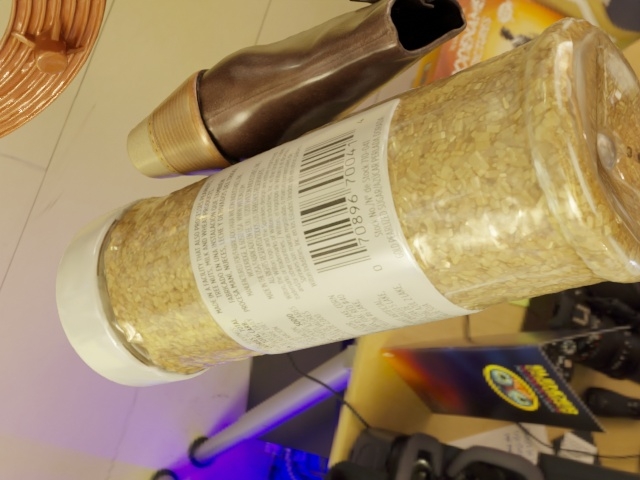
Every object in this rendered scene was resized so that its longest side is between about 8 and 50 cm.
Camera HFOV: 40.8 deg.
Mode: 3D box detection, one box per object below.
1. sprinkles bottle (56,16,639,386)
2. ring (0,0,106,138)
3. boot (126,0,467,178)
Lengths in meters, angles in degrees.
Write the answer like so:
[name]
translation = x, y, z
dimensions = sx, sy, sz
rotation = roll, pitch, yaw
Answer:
[sprinkles bottle]
translation = 0.000, 0.000, 0.478
dimensions = 0.121, 0.355, 0.121
rotation = 21, 61, -45
[ring]
translation = -0.293, -0.140, 0.501
dimensions = 0.336, 0.337, 0.032
rotation = -3, 56, -24
[boot]
translation = 0.009, -0.104, 0.591
dimensions = 0.248, 0.206, 0.090
rotation = -32, 102, -62
